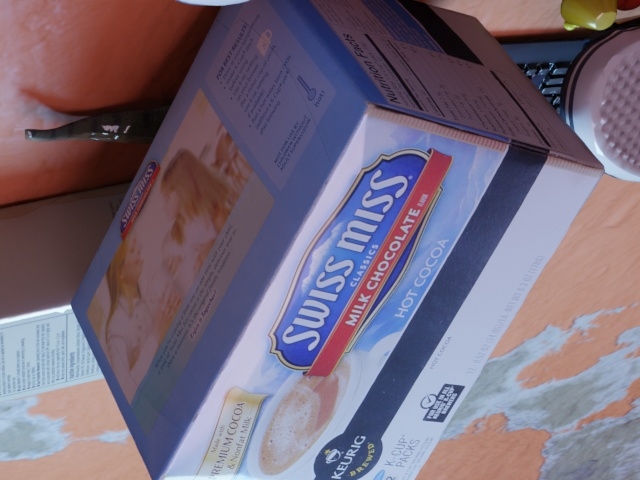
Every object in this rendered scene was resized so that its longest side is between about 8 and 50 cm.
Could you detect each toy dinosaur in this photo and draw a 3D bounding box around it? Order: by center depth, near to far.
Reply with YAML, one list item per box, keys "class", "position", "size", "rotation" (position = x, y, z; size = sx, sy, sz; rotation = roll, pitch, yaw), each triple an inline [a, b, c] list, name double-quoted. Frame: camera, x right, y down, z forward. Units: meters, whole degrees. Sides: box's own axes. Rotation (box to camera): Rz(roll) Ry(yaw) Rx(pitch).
- class: "toy dinosaur"
  position: [-0.109, -0.076, 1.513]
  size: [0.268, 0.064, 0.118]
  rotation: [-11, 137, -17]

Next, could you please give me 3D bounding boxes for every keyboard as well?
- class: "keyboard"
  position: [0.226, -0.117, 1.697]
  size: [0.317, 0.033, 0.201]
  rotation: [-5, 149, -26]

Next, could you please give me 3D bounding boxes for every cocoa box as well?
- class: "cocoa box"
  position: [0.000, 0.000, 1.414]
  size: [0.228, 0.231, 0.347]
  rotation: [12, 119, -35]

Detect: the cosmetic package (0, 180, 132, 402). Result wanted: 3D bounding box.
- class: "cosmetic package"
  position: [-0.269, 0.057, 1.591]
  size: [0.309, 0.113, 0.160]
  rotation: [-11, 151, -16]

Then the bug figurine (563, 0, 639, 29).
- class: "bug figurine"
  position: [0.311, -0.259, 1.448]
  size: [0.216, 0.072, 0.279]
  rotation: [0, 146, -34]

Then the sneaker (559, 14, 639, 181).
- class: "sneaker"
  position: [0.262, -0.118, 1.514]
  size: [0.127, 0.126, 0.321]
  rotation: [15, -167, 37]

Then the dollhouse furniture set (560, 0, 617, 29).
- class: "dollhouse furniture set"
  position: [0.240, -0.270, 1.152]
  size: [0.286, 0.198, 0.303]
  rotation: [-32, 143, 3]

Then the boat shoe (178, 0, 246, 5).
- class: "boat shoe"
  position: [-0.063, -0.195, 1.188]
  size: [0.084, 0.095, 0.258]
  rotation: [-29, -174, 29]
